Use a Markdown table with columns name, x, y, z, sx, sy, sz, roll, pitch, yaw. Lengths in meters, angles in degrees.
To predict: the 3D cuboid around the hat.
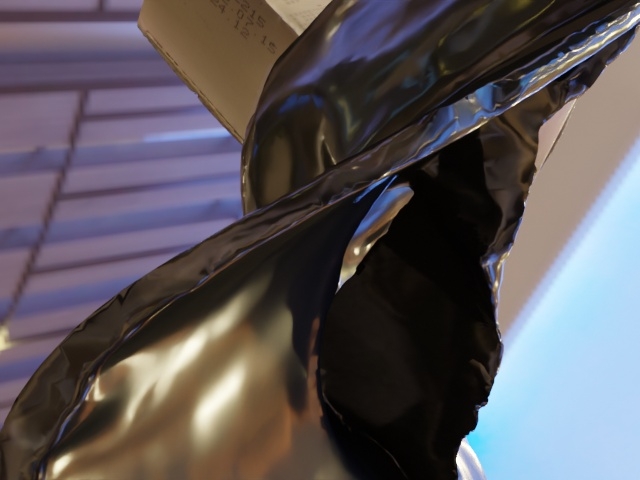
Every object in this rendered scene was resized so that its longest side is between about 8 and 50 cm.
| name | x | y | z | sx | sy | sz | roll | pitch | yaw |
| --- | --- | --- | --- | --- | --- | --- | --- | --- | --- |
| hat | 0.000 | 0.000 | 0.695 | 0.257 | 0.382 | 0.366 | 39 | -59 | 38 |

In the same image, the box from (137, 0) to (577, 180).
| name | x | y | z | sx | sy | sz | roll | pitch | yaw |
| --- | --- | --- | --- | --- | --- | --- | --- | --- | --- |
| box | 0.022 | -0.112 | 1.105 | 0.212 | 0.168 | 0.095 | 49 | -44 | 29 |
